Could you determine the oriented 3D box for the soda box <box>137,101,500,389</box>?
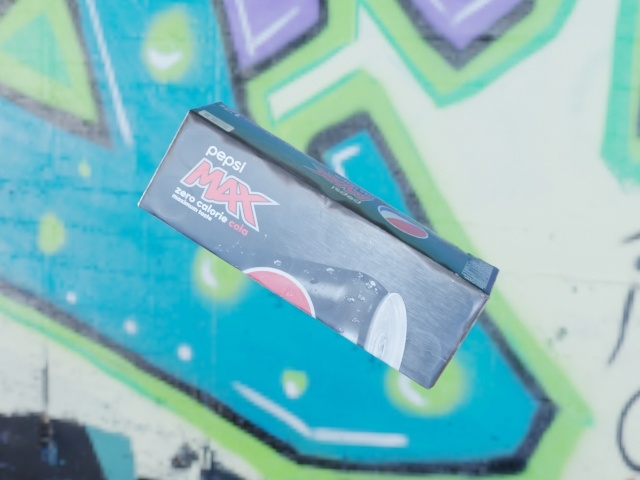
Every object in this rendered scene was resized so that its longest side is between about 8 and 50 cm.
[{"bbox_3d":[0.000,0.000,0.589,0.169,0.060,0.053,32,-164,5],"label":"soda box"}]
